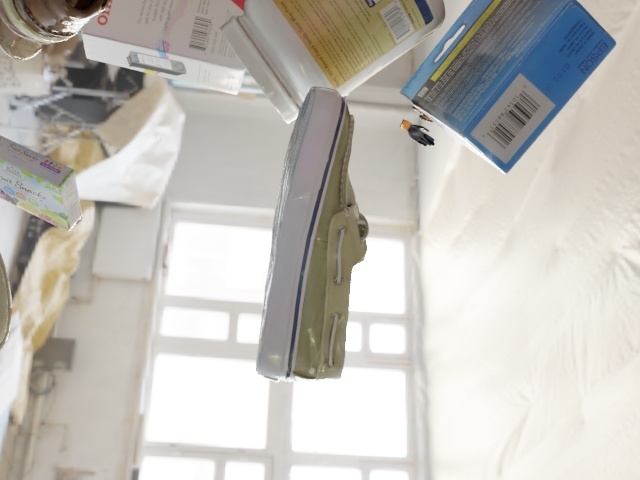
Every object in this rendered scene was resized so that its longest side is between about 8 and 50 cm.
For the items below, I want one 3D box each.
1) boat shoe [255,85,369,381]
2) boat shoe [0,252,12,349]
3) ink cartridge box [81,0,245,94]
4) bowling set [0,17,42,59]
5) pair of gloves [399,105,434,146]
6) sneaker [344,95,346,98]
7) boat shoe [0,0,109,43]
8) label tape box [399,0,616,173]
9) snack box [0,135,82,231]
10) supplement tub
[{"bbox_3d":[0.000,0.000,0.827,0.109,0.094,0.302,-111,-150,-73],"label":"boat shoe"},{"bbox_3d":[-0.399,0.015,0.873,0.084,0.079,0.233,-44,118,-65],"label":"boat shoe"},{"bbox_3d":[-0.279,-0.435,1.584,0.131,0.306,0.226,127,-26,-73],"label":"ink cartridge box"},{"bbox_3d":[-0.496,-0.239,0.960,0.200,0.287,0.154,-49,-127,29],"label":"bowling set"},{"bbox_3d":[0.187,-0.212,1.485,0.010,0.074,0.083,-48,169,-47],"label":"pair of gloves"},{"bbox_3d":[0.051,-0.367,1.632,0.118,0.292,0.110,57,19,24],"label":"sneaker"},{"bbox_3d":[-0.174,-0.280,0.659,0.095,0.095,0.257,3,-103,47],"label":"boat shoe"},{"bbox_3d":[0.277,-0.267,1.293,0.240,0.106,0.333,-51,-160,10],"label":"label tape box"},{"bbox_3d":[-0.390,-0.080,1.092,0.100,0.141,0.037,102,15,-53],"label":"snack box"},{"bbox_3d":[0.018,-0.359,1.339,0.228,0.316,0.228,55,5,-7],"label":"supplement tub"}]
